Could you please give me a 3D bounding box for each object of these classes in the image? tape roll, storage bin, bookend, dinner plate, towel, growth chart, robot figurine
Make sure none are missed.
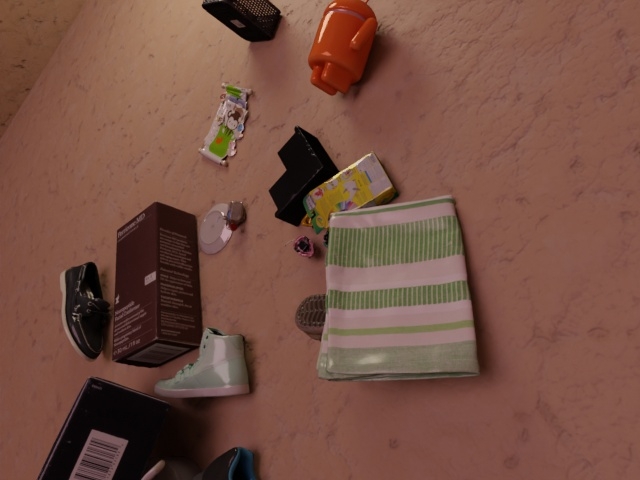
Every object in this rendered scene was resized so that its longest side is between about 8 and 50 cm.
[{"bbox_3d":[-0.340,0.588,1.108,0.219,0.072,0.219,-15,65,35],"label":"tape roll"},{"bbox_3d":[-0.214,-0.628,1.382,0.122,0.180,0.084,16,85,43],"label":"storage bin"},{"bbox_3d":[-0.052,-0.143,1.134,0.157,0.072,0.156,-46,49,20],"label":"bookend"},{"bbox_3d":[-0.277,-0.033,1.327,0.141,0.017,0.141,-15,64,35],"label":"dinner plate"},{"bbox_3d":[0.119,0.071,0.849,0.248,0.038,0.324,-8,54,17],"label":"towel"},{"bbox_3d":[-0.263,-0.326,1.422,0.172,0.021,0.237,19,87,42],"label":"growth chart"},{"bbox_3d":[0.051,-0.434,1.118,0.128,0.158,0.219,17,84,3],"label":"robot figurine"}]

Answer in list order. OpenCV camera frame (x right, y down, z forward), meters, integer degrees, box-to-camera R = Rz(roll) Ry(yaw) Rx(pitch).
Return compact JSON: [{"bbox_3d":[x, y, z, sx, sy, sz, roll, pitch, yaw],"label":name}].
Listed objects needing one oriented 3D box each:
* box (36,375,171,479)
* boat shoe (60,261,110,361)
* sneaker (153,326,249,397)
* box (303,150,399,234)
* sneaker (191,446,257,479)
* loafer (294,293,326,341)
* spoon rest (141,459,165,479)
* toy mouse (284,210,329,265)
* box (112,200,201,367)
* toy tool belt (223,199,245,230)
[{"bbox_3d":[-0.473,0.459,1.083,0.294,0.183,0.296,-36,31,64],"label":"box"},{"bbox_3d":[-0.692,0.199,1.531,0.113,0.127,0.340,-31,50,1],"label":"boat shoe"},{"bbox_3d":[-0.268,0.276,1.146,0.256,0.094,0.150,-12,72,27],"label":"sneaker"},{"bbox_3d":[0.056,-0.087,1.018,0.179,0.043,0.105,-30,55,12],"label":"box"},{"bbox_3d":[-0.132,0.540,0.913,0.139,0.125,0.340,-47,52,11],"label":"sneaker"},{"bbox_3d":[0.090,0.145,0.894,0.269,0.092,0.101,3,58,25],"label":"loafer"},{"bbox_3d":[-0.266,0.562,0.966,0.084,0.137,0.276,-34,83,-3],"label":"spoon rest"},{"bbox_3d":[0.000,0.000,1.056,0.161,0.031,0.143,-32,54,16],"label":"toy mouse"},{"bbox_3d":[-0.424,0.112,1.316,0.191,0.143,0.381,-29,55,30],"label":"box"},{"bbox_3d":[-0.216,-0.056,1.266,0.051,0.052,0.083,136,141,-62],"label":"toy tool belt"}]
